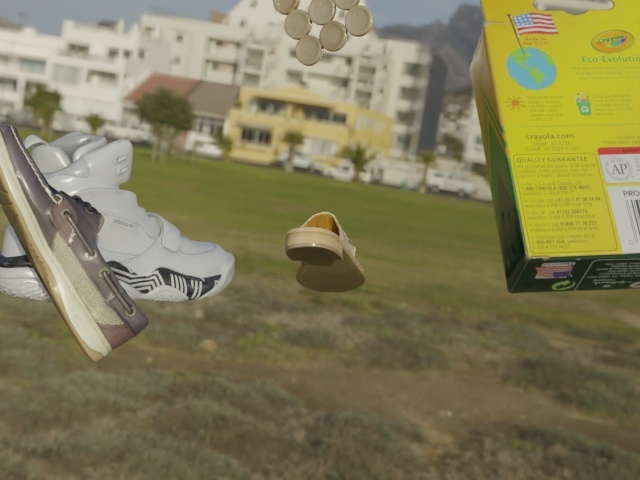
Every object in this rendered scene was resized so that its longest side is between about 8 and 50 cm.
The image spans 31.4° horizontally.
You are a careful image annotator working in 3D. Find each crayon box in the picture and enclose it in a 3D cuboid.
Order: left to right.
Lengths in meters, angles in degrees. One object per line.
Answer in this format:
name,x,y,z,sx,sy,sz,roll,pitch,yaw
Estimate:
crayon box,0.265,-0.107,1.120,0.202,0.318,0.081,-1,-28,-6

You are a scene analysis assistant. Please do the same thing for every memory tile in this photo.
memory tile,-0.004,-0.294,1.376,0.113,0.148,0.012,-28,-13,25

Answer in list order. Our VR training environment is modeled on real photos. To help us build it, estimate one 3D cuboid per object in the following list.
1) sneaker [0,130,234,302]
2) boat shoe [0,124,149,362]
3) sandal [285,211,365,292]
sneaker,-0.252,-0.030,1.497,0.366,0.210,0.137,0,9,-45
boat shoe,-0.284,-0.005,1.269,0.092,0.285,0.103,-28,9,-18
sandal,0.007,0.000,1.373,0.088,0.079,0.240,-1,-15,9
